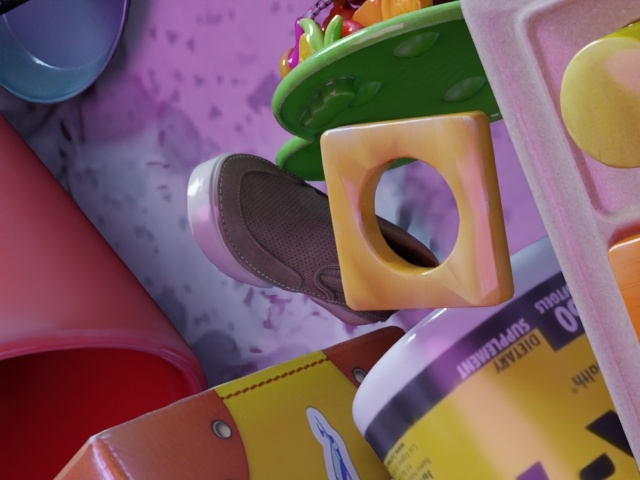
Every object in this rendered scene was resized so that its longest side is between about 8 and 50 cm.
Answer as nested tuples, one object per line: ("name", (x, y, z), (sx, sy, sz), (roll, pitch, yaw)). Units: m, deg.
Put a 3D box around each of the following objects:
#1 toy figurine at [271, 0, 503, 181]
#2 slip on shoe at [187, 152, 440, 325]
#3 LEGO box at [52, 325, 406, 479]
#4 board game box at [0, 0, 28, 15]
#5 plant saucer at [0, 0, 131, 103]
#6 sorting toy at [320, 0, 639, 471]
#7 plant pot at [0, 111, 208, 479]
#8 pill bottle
("toy figurine", (0.023, -0.124, 0.625), (0.173, 0.130, 0.159), (141, 120, -61))
("slip on shoe", (0.000, 0.000, 0.638), (0.041, 0.135, 0.051), (-13, 62, 30))
("LEGO box", (0.020, 0.351, 0.655), (0.500, 0.193, 0.372), (53, 126, 16))
("board game box", (-0.097, -0.176, 0.687), (0.186, 0.026, 0.126), (-17, 65, 43))
("plant saucer", (-0.128, -0.125, 0.775), (0.119, 0.021, 0.119), (8, 104, 36))
("sorting toy", (0.130, -0.019, 0.436), (0.348, 0.047, 0.196), (-19, 90, 39))
("plant pot", (-0.223, 0.031, 0.746), (0.275, 0.275, 0.243), (-51, 60, 33))
("pill bottle", (0.116, 0.108, 0.577), (0.208, 0.119, 0.119), (53, 126, 16))
